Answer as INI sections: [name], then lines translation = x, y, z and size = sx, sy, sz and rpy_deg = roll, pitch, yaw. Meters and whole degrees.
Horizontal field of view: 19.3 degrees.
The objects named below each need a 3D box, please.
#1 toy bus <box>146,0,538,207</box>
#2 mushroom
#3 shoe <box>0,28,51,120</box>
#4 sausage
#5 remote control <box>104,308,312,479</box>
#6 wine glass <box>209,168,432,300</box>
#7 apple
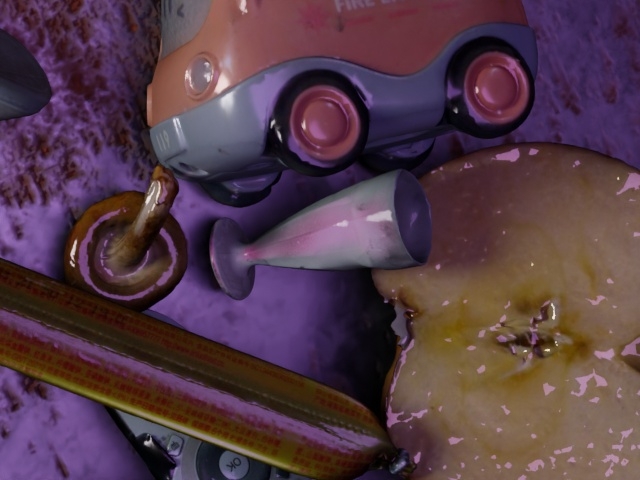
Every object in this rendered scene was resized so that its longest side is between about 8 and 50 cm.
[toy bus]
translation = 0.009, -0.155, 1.352
size = 0.288, 0.194, 0.232
rpy_deg = -11, 91, -22
[mushroom]
translation = -0.130, -0.006, 1.356
size = 0.088, 0.073, 0.129
rpy_deg = 27, 118, -9
[shoe]
translation = -0.285, -0.121, 1.296
size = 0.195, 0.079, 0.078
rpy_deg = 21, 121, -31
[sausage]
translation = -0.104, 0.095, 1.326
size = 0.372, 0.082, 0.082
rpy_deg = 22, 85, -7
[remote control]
translation = -0.079, 0.157, 1.377
size = 0.097, 0.045, 0.256
rpy_deg = -35, 83, -26
[wine glass]
translation = 0.000, 0.000, 1.373
size = 0.155, 0.073, 0.073
rpy_deg = -15, 104, 23
[apple]
translation = 0.162, 0.087, 1.443
size = 0.251, 0.163, 0.293
rpy_deg = 5, 77, 6
